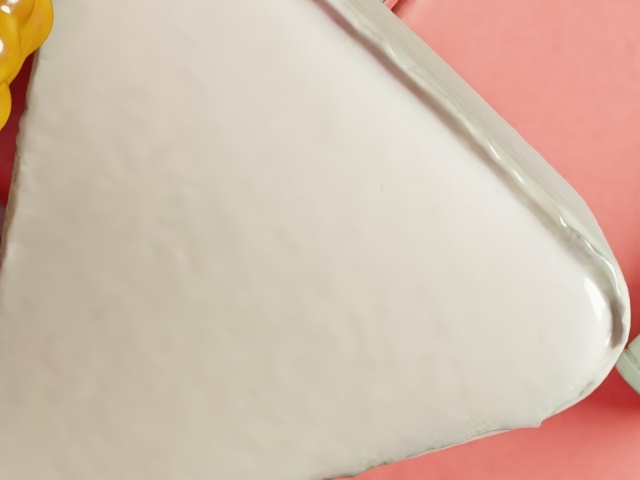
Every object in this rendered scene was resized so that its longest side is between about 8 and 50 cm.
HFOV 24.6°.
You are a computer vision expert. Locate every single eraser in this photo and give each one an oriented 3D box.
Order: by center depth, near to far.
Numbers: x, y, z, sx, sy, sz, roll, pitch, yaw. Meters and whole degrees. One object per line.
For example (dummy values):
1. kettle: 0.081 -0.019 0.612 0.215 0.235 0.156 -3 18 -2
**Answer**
1. eraser: 0.000 0.000 0.740 0.331 0.150 0.331 1 105 5

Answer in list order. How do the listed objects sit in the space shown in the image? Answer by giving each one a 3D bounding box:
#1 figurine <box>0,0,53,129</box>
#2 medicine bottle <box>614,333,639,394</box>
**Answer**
1. figurine: -0.265 -0.052 0.670 0.224 0.205 0.382 46 126 29
2. medicine bottle: 0.250 0.005 0.768 0.074 0.074 0.218 35 104 -7
